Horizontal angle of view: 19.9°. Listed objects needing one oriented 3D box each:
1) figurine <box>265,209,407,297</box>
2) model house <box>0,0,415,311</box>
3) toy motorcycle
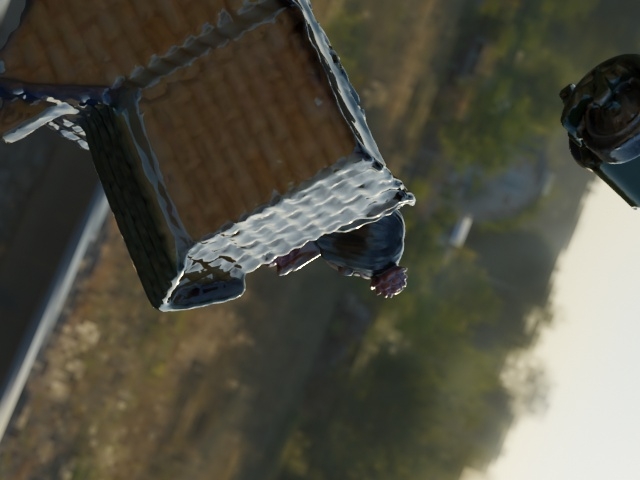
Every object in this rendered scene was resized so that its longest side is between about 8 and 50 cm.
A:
[{"bbox_3d":[0.000,0.000,1.307,0.054,0.129,0.072,113,-19,-68],"label":"figurine"},{"bbox_3d":[-0.071,-0.065,0.953,0.172,0.183,0.166,-29,163,5],"label":"model house"},{"bbox_3d":[0.332,-0.108,1.453,0.275,0.205,0.127,-36,-145,23],"label":"toy motorcycle"}]
